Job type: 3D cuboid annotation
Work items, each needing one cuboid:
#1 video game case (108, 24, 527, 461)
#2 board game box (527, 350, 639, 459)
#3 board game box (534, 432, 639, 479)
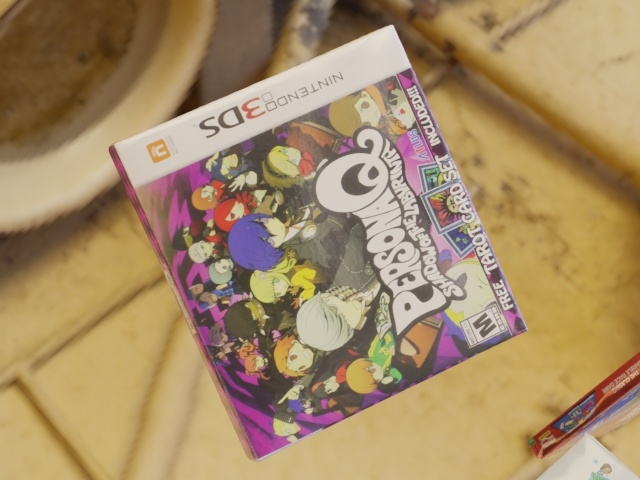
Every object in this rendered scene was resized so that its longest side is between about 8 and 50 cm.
[{"bbox_3d":[0.000,0.000,1.119,0.210,0.232,0.042,-24,-177,-13],"label":"video game case"},{"bbox_3d":[0.338,0.124,1.643,0.145,0.027,0.281,-13,155,-45],"label":"board game box"},{"bbox_3d":[0.155,0.343,1.499,0.303,0.097,0.224,-35,154,-31],"label":"board game box"}]
